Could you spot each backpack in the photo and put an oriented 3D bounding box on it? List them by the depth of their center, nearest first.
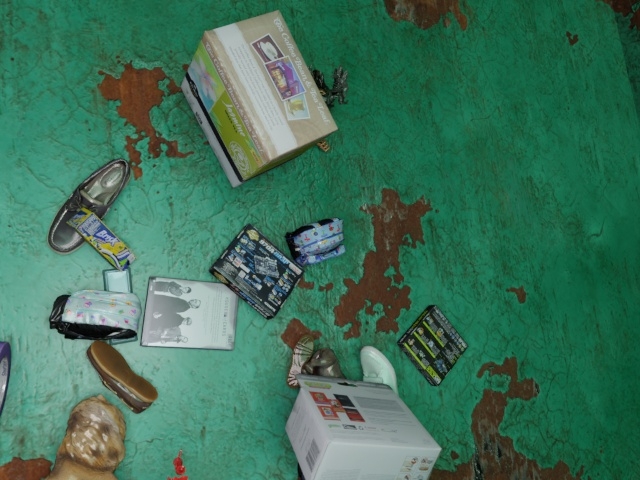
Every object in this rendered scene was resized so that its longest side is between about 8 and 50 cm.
[{"bbox_3d":[-0.517,0.177,1.108,0.182,0.152,0.115,6,74,-14],"label":"backpack"},{"bbox_3d":[0.000,0.000,1.360,0.158,0.173,0.116,-18,88,-26],"label":"backpack"}]

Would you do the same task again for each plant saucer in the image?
[{"bbox_3d":[-0.507,0.164,1.196,0.067,0.018,0.192,-6,84,-24],"label":"plant saucer"}]

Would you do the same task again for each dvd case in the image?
[{"bbox_3d":[-0.341,0.196,1.255,0.239,0.029,0.179,9,77,-23],"label":"dvd case"}]

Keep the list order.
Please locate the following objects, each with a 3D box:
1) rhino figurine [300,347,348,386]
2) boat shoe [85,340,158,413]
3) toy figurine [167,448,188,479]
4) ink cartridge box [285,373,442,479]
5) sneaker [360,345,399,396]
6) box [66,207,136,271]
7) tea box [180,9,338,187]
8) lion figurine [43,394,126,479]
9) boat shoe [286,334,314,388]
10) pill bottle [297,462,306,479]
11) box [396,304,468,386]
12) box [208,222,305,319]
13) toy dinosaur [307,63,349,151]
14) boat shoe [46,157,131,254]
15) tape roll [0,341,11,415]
[{"bbox_3d":[0.031,0.408,1.331,0.106,0.073,0.243,-38,115,-35],"label":"rhino figurine"},{"bbox_3d":[-0.492,0.335,1.142,0.073,0.073,0.207,-42,93,16],"label":"boat shoe"},{"bbox_3d":[-0.424,0.639,1.003,0.217,0.191,0.362,10,100,-21],"label":"toy figurine"},{"bbox_3d":[0.088,0.469,1.175,0.309,0.272,0.130,15,102,-23],"label":"ink cartridge box"},{"bbox_3d":[0.151,0.445,1.367,0.151,0.094,0.255,-21,91,-45],"label":"sneaker"},{"bbox_3d":[-0.528,0.001,1.149,0.054,0.059,0.169,-50,137,-23],"label":"box"},{"bbox_3d":[-0.175,-0.357,1.257,0.220,0.323,0.329,-30,96,-27],"label":"tea box"},{"bbox_3d":[-0.566,0.550,1.022,0.392,0.142,0.240,-46,114,-31],"label":"lion figurine"},{"bbox_3d":[-0.060,0.341,1.340,0.056,0.049,0.152,22,76,1],"label":"boat shoe"},{"bbox_3d":[0.020,0.615,1.228,0.123,0.219,0.122,4,79,-23],"label":"pill bottle"},{"bbox_3d":[0.365,0.337,1.528,0.184,0.045,0.190,-43,99,-22],"label":"box"},{"bbox_3d":[-0.172,0.086,1.320,0.220,0.051,0.175,41,56,-12],"label":"box"},{"bbox_3d":[-0.042,-0.435,1.444,0.218,0.164,0.322,-35,138,-26],"label":"toy dinosaur"},{"bbox_3d":[-0.573,-0.095,1.173,0.103,0.092,0.285,37,68,-13],"label":"boat shoe"},{"bbox_3d":[-0.713,0.305,0.986,0.080,0.189,0.189,8,77,-22],"label":"tape roll"}]
